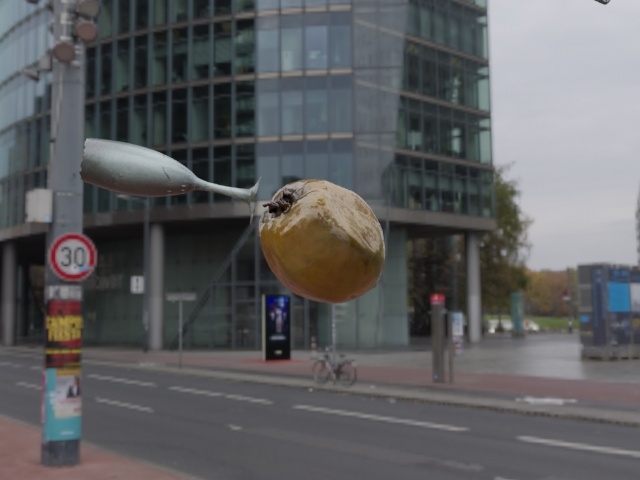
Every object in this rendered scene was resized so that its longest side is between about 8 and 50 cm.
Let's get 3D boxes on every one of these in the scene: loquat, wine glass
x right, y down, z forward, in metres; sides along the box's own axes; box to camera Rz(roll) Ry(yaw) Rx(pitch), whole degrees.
[{"bbox_3d":[0.000,0.000,1.186,0.234,0.176,0.187,33,20,-28],"label":"loquat"},{"bbox_3d":[-0.168,-0.068,0.853,0.197,0.066,0.066,12,-7,-6],"label":"wine glass"}]

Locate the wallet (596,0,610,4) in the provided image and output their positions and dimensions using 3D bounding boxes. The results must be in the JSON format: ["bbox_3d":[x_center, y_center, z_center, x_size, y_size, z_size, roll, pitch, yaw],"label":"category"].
[{"bbox_3d":[0.357,-0.376,0.833,0.170,0.069,0.231,-14,-35,-50],"label":"wallet"}]
